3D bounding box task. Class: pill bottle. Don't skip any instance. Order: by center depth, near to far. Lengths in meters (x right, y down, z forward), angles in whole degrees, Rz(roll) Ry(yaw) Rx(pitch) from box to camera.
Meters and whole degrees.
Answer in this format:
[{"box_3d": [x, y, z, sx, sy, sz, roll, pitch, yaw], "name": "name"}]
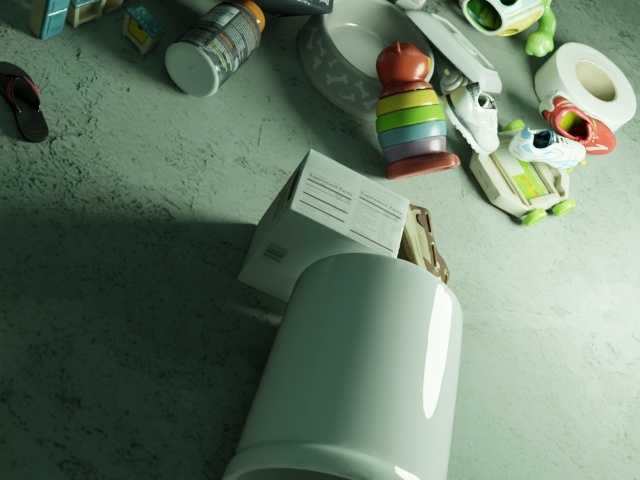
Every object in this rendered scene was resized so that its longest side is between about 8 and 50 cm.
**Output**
[{"box_3d": [-0.211, -0.419, 1.598, 0.130, 0.130, 0.245, 37, 50, -3], "name": "pill bottle"}]

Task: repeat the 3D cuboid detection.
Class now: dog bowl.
[{"box_3d": [0.120, -0.453, 1.819, 0.349, 0.102, 0.349, 14, 55, -20], "name": "dog bowl"}]

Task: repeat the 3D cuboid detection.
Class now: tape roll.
[{"box_3d": [0.753, -0.423, 2.143, 0.286, 0.100, 0.286, 14, 55, -20], "name": "tape roll"}]

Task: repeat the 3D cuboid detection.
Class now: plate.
[{"box_3d": [0.355, -0.489, 1.926, 0.278, 0.045, 0.277, 49, 23, 9], "name": "plate"}]

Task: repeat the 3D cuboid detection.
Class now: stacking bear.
[{"box_3d": [0.197, -0.289, 1.653, 0.164, 0.175, 0.289, -11, 92, 8], "name": "stacking bear"}]

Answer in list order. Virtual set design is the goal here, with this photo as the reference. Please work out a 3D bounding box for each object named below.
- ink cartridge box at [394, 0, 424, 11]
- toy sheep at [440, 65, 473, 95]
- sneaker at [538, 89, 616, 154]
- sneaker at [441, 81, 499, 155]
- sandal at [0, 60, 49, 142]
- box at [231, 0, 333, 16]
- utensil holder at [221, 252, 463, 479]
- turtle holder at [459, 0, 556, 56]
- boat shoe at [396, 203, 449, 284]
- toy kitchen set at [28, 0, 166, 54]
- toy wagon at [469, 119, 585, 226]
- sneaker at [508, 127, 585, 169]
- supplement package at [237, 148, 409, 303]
[{"box_3d": [0.222, -0.601, 1.974, 0.052, 0.088, 0.122, 38, 50, 2], "name": "ink cartridge box"}, {"box_3d": [0.345, -0.395, 1.910, 0.132, 0.091, 0.091, 35, 46, -36], "name": "toy sheep"}, {"box_3d": [0.682, -0.283, 1.977, 0.279, 0.107, 0.118, 23, 29, -30], "name": "sneaker"}, {"box_3d": [0.366, -0.274, 1.716, 0.235, 0.095, 0.090, 32, 35, -50], "name": "sneaker"}, {"box_3d": [-0.541, -0.261, 1.376, 0.067, 0.040, 0.179, -18, 71, -35], "name": "sandal"}, {"box_3d": [-0.127, -0.678, 1.627, 0.343, 0.179, 0.312, 0, 99, -47], "name": "box"}, {"box_3d": [0.056, 0.260, 1.195, 0.327, 0.327, 0.385, 27, 48, -11], "name": "utensil holder"}, {"box_3d": [0.520, -0.672, 2.119, 0.227, 0.243, 0.320, -53, 133, -25], "name": "turtle holder"}, {"box_3d": [0.212, 0.068, 1.530, 0.123, 0.123, 0.342, 7, 52, -23], "name": "boat shoe"}, {"box_3d": [-0.434, -0.440, 1.495, 0.166, 0.122, 0.207, 47, 51, 5], "name": "toy kitchen set"}, {"box_3d": [0.530, -0.176, 1.888, 0.344, 0.068, 0.267, -14, 69, -35], "name": "toy wagon"}, {"box_3d": [0.569, -0.229, 1.843, 0.237, 0.086, 0.085, 1, 58, -30], "name": "sneaker"}, {"box_3d": [0.000, 0.000, 1.360, 0.204, 0.262, 0.145, 27, 51, -11], "name": "supplement package"}]
